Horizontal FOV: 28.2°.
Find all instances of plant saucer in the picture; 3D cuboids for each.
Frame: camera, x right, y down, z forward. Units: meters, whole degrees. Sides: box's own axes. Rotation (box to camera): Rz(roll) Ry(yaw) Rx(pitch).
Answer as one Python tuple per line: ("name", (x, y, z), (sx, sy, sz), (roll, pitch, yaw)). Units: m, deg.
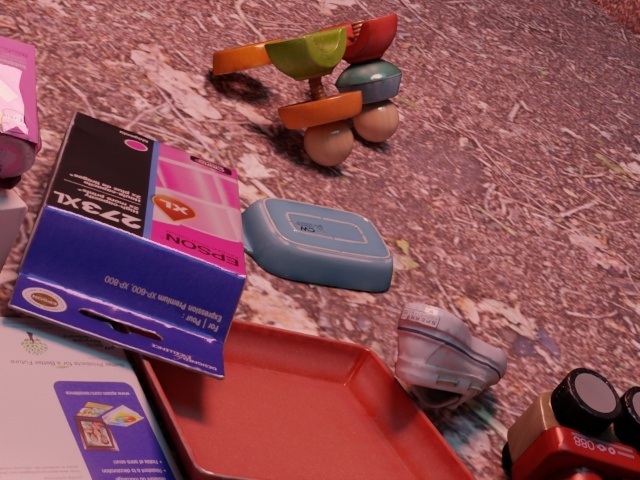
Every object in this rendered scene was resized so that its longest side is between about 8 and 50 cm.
("plant saucer", (-0.025, 0.144, 1.012), (0.259, 0.047, 0.258), (15, 19, -29))

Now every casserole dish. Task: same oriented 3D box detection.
("casserole dish", (0.000, 0.000, 1.338), (0.188, 0.037, 0.114), (9, 32, -30))

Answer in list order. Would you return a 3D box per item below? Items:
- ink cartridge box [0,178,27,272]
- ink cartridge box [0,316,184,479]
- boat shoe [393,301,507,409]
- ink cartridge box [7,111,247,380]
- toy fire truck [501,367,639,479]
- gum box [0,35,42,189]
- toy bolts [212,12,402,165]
("ink cartridge box", (-0.422, -0.080, 1.004), (0.353, 0.119, 0.207), (43, 30, 27))
("ink cartridge box", (-0.171, 0.178, 0.855), (0.165, 0.065, 0.332), (7, 33, -35))
("boat shoe", (0.110, 0.117, 1.175), (0.083, 0.075, 0.226), (15, -10, 28))
("ink cartridge box", (-0.159, -0.010, 1.119), (0.176, 0.069, 0.371), (20, 20, -13))
("toy fire truck", (0.289, 0.243, 1.087), (0.217, 0.158, 0.246), (19, 41, -18))
("gum box", (-0.301, -0.112, 0.951), (0.188, 0.062, 0.107), (13, 45, -29))
("toy bolts", (-0.001, -0.182, 1.596), (0.218, 0.158, 0.228), (-2, 15, 44))
